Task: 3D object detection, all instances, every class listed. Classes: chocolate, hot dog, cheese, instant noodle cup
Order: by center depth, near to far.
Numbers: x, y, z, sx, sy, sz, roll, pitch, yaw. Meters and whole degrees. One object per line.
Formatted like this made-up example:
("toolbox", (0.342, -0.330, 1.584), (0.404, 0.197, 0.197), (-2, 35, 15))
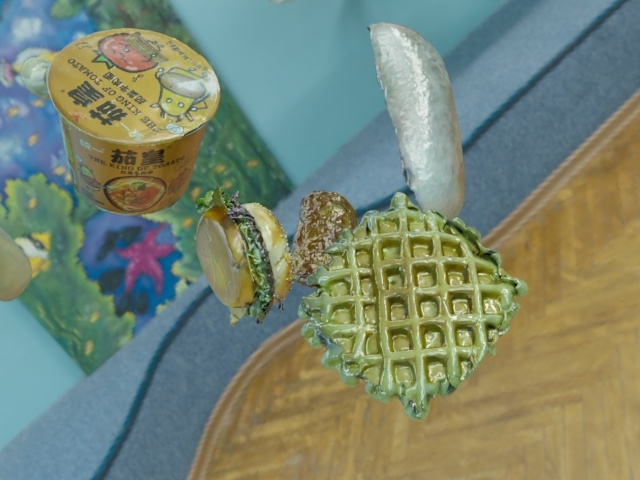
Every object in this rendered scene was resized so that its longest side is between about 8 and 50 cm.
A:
("instant noodle cup", (-0.248, -0.147, 1.243), (0.215, 0.172, 0.216), (7, 50, -8))
("hot dog", (0.000, 0.000, 1.383), (0.099, 0.065, 0.147), (4, 78, 26))
("chocolate", (0.154, -0.173, 1.391), (0.100, 0.303, 0.185), (-13, -13, 9))
("cheese", (-0.708, -0.023, 1.786), (0.130, 0.328, 0.351), (-50, 42, -12))

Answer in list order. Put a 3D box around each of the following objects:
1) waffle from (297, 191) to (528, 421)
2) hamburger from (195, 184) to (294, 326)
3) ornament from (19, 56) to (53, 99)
("waffle", (0.087, 0.059, 0.942), (0.208, 0.054, 0.214), (38, 71, 23))
("hamburger", (-0.097, 0.014, 1.217), (0.093, 0.190, 0.164), (-19, -10, -27))
("ornament", (-0.390, -0.246, 1.425), (0.156, 0.075, 0.081), (12, 60, 50))
